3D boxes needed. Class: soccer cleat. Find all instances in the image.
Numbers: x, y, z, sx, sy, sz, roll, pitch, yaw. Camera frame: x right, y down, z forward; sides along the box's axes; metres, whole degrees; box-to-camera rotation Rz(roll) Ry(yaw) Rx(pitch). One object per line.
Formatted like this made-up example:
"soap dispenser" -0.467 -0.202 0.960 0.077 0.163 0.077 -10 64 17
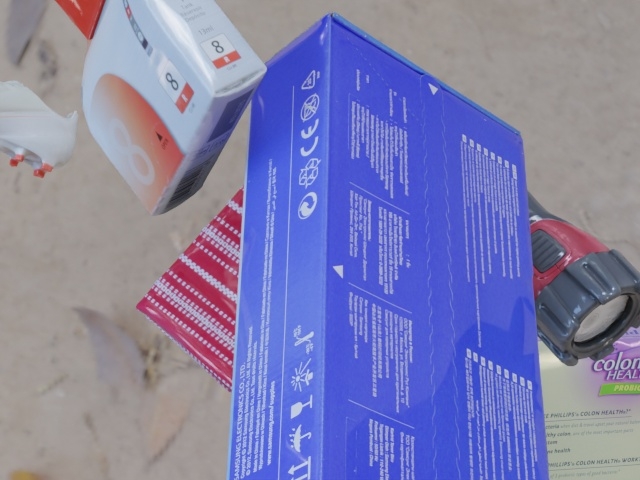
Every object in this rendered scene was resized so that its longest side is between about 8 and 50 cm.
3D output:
"soccer cleat" -0.325 -0.128 1.345 0.068 0.196 0.076 -15 55 58

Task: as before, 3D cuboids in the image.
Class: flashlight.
"flashlight" 0.168 -0.025 1.269 0.304 0.103 0.103 52 137 36

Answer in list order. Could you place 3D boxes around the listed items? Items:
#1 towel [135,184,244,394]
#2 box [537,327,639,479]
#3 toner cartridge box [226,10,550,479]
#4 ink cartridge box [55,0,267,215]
"towel" 0.000 0.000 1.113 0.275 0.031 0.199 -49 54 -6
"box" 0.234 0.199 1.491 0.117 0.213 0.243 -131 41 -69
"toner cartridge box" 0.039 0.057 0.752 0.075 0.165 0.348 -32 43 38
"ink cartridge box" -0.116 -0.119 0.790 0.179 0.045 0.145 50 149 7
